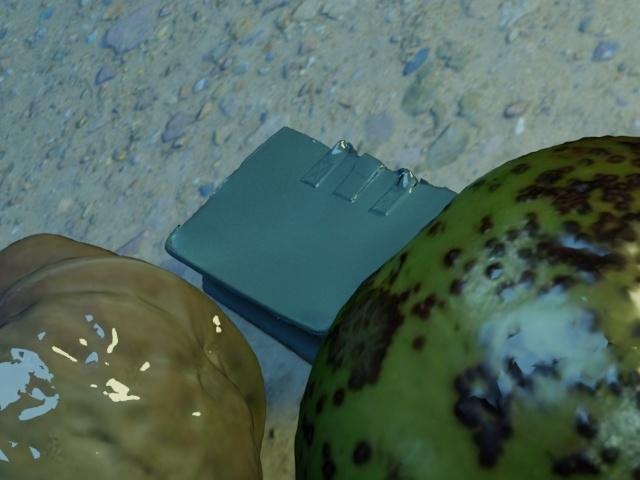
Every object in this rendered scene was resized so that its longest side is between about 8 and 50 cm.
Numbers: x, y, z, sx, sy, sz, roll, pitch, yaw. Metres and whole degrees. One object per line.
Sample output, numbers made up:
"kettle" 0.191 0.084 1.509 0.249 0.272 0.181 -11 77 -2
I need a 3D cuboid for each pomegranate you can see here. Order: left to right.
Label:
"pomegranate" 0.159 0.121 0.741 0.285 0.285 0.340 -41 69 5

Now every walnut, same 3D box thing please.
"walnut" -0.146 0.125 1.017 0.248 0.248 0.248 -26 40 24

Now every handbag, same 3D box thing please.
"handbag" 0.000 0.000 1.147 0.144 0.057 0.221 -48 36 -11
